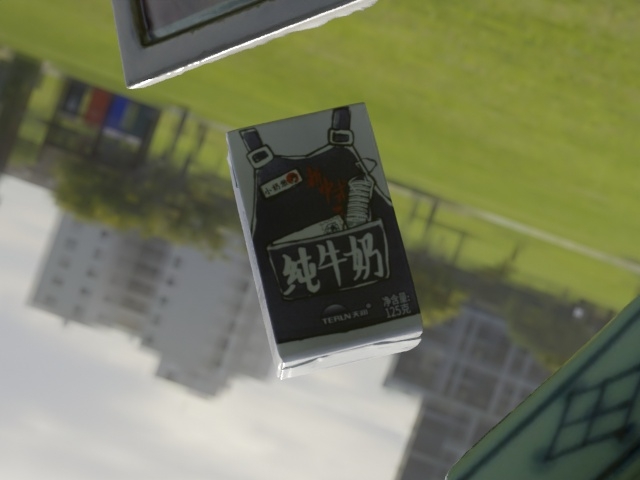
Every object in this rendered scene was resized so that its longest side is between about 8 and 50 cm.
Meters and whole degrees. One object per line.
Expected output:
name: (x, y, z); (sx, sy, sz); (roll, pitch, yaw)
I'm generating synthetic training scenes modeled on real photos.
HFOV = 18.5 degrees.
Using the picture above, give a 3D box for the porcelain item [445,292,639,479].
porcelain item: (0.221, 0.168, 1.086); (0.157, 0.286, 0.281); (50, -177, 40)

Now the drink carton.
drink carton: (0.001, -0.001, 1.779); (0.134, 0.222, 0.102); (-13, 168, -4)

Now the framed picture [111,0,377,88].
framed picture: (-0.001, -0.188, 0.717); (0.020, 0.211, 0.289); (-8, 177, -41)
